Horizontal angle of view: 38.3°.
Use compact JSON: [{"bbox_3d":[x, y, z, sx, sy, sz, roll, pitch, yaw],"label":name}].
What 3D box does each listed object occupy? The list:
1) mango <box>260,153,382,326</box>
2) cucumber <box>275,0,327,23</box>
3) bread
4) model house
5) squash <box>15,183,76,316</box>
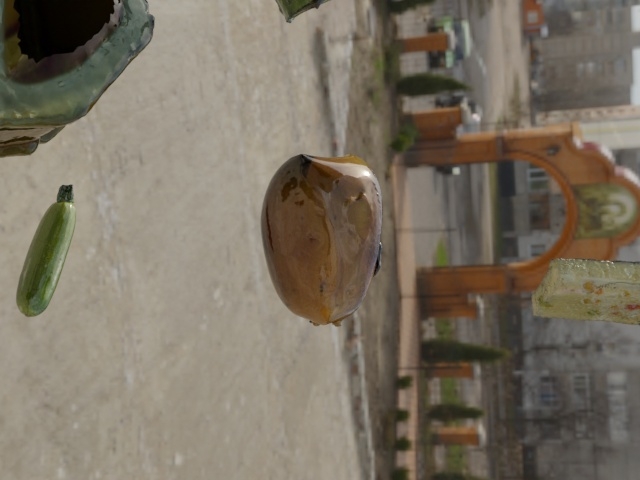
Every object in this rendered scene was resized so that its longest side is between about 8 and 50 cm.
[{"bbox_3d":[0.000,0.000,1.492,0.152,0.201,0.287,-25,112,-66],"label":"mango"},{"bbox_3d":[-0.046,-0.449,1.336,0.244,0.134,0.134,60,18,-7],"label":"cucumber"},{"bbox_3d":[0.244,0.043,0.713,0.068,0.153,0.028,103,-8,-61],"label":"bread"},{"bbox_3d":[-0.302,-0.181,0.894,0.173,0.239,0.268,49,50,-18],"label":"model house"},{"bbox_3d":[-0.471,0.020,1.599,0.066,0.066,0.252,67,29,-56],"label":"squash"}]
